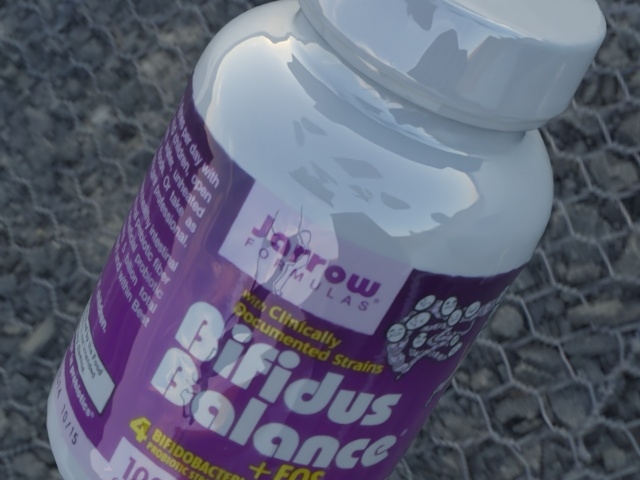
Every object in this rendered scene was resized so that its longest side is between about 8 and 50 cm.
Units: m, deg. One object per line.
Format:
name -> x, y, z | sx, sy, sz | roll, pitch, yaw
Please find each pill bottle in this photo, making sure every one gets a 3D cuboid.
pill bottle -> 0.000, 0.000, 0.668 | 0.169, 0.169, 0.301 | 47, 125, 29
